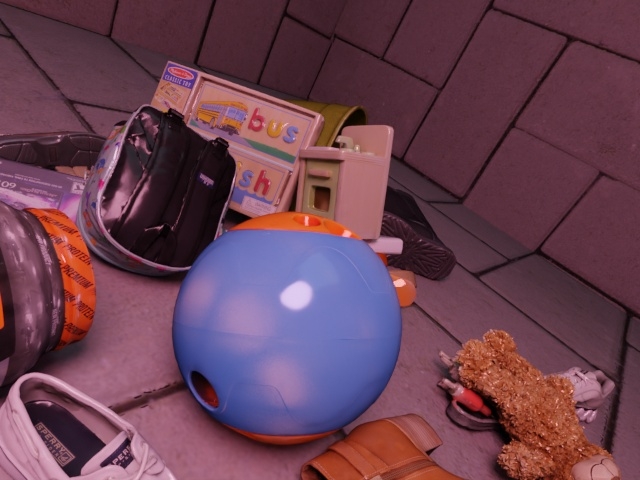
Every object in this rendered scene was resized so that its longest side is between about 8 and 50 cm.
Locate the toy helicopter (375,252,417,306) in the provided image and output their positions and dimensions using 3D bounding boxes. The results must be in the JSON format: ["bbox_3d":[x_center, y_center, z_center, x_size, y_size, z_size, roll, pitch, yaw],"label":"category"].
[{"bbox_3d":[0.015,0.088,0.743,0.356,0.140,0.235,-1,-10,-17],"label":"toy helicopter"}]

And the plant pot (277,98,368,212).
[{"bbox_3d":[-0.101,-0.237,1.120,0.353,0.366,0.366,21,22,15],"label":"plant pot"}]

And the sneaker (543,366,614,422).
[{"bbox_3d":[0.538,0.331,0.891,0.293,0.118,0.110,11,31,-29],"label":"sneaker"}]

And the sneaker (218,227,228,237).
[{"bbox_3d":[-0.201,0.008,0.845,0.161,0.057,0.075,33,8,15],"label":"sneaker"}]

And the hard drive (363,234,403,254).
[{"bbox_3d":[0.000,0.000,0.909,0.308,0.040,0.203,2,5,-27],"label":"hard drive"}]

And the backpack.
[{"bbox_3d":[-0.282,-0.068,0.689,0.225,0.191,0.253,30,56,-41],"label":"backpack"}]

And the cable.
[{"bbox_3d":[0.341,0.322,0.752,0.288,0.072,0.139,29,23,2],"label":"cable"}]

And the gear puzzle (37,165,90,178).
[{"bbox_3d":[-0.447,-0.072,0.751,0.175,0.044,0.339,48,34,21],"label":"gear puzzle"}]

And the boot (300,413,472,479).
[{"bbox_3d":[0.127,0.332,0.465,0.220,0.108,0.283,4,31,-44],"label":"boot"}]

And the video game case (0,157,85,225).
[{"bbox_3d":[-0.474,-0.030,0.604,0.196,0.026,0.274,13,37,-30],"label":"video game case"}]

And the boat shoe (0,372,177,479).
[{"bbox_3d":[-0.201,0.222,0.374,0.258,0.084,0.095,30,24,5],"label":"boat shoe"}]

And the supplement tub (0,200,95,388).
[{"bbox_3d":[-0.400,0.062,0.334,0.207,0.207,0.338,40,26,24],"label":"supplement tub"}]

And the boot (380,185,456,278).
[{"bbox_3d":[0.222,-0.089,1.335,0.367,0.146,0.445,29,26,-23],"label":"boot"}]

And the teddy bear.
[{"bbox_3d":[0.375,0.303,0.685,0.245,0.113,0.337,12,44,-33],"label":"teddy bear"}]

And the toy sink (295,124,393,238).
[{"bbox_3d":[0.041,-0.129,0.836,0.131,0.233,0.153,-1,13,-38],"label":"toy sink"}]

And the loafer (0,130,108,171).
[{"bbox_3d":[-0.542,-0.191,0.825,0.084,0.096,0.268,33,26,25],"label":"loafer"}]

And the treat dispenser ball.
[{"bbox_3d":[-0.040,0.106,0.523,0.289,0.288,0.288,23,25,-11],"label":"treat dispenser ball"}]

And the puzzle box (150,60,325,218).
[{"bbox_3d":[-0.224,-0.227,0.929,0.409,0.271,0.052,22,1,12],"label":"puzzle box"}]
